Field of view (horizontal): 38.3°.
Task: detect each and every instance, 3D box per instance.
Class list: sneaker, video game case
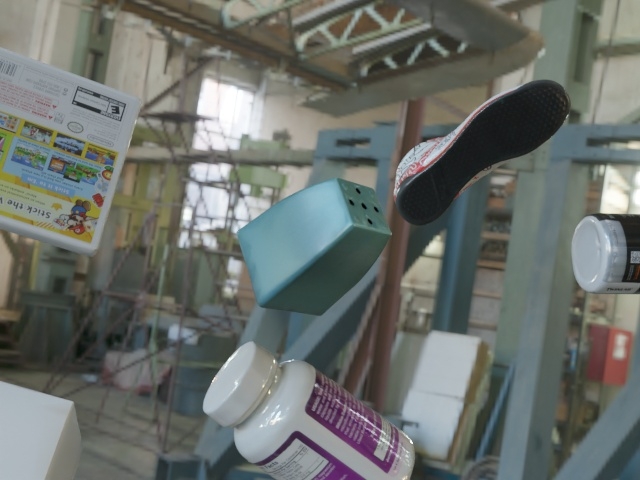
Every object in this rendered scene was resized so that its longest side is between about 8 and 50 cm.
[{"bbox_3d":[0.210,-0.135,1.268,0.090,0.270,0.145,48,14,-13],"label":"sneaker"},{"bbox_3d":[-0.329,-0.108,1.007,0.227,0.206,0.026,19,-30,-17],"label":"video game case"}]

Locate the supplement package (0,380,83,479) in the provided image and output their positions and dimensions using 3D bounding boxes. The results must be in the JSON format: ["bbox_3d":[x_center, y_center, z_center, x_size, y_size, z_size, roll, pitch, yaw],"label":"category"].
[{"bbox_3d":[-0.460,0.326,1.335,0.178,0.175,0.293,17,-27,-4],"label":"supplement package"}]

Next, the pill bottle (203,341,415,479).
[{"bbox_3d":[-0.020,0.285,1.376,0.301,0.169,0.169,38,-12,-15],"label":"pill bottle"}]

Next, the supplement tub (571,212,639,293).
[{"bbox_3d":[0.469,0.020,1.318,0.190,0.117,0.117,2,-2,-11],"label":"supplement tub"}]

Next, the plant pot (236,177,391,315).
[{"bbox_3d":[0.000,0.000,1.662,0.165,0.165,0.234,13,-43,-45],"label":"plant pot"}]
